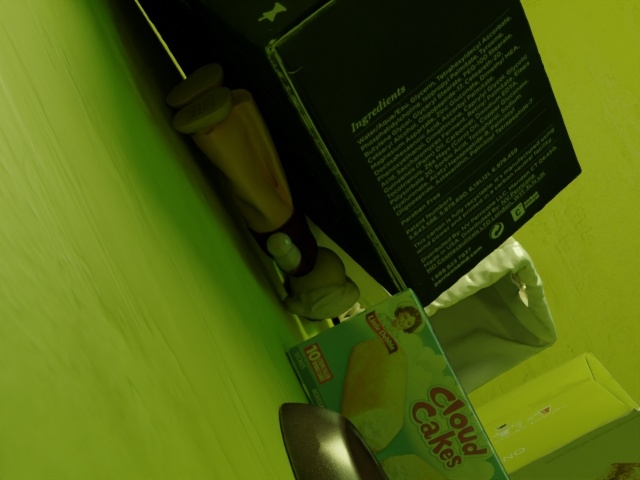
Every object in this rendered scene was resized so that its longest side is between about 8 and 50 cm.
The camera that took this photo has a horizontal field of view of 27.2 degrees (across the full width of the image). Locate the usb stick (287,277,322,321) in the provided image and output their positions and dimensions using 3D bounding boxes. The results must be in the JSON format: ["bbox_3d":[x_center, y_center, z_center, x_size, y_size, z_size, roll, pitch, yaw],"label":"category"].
[{"bbox_3d":[-0.006,0.072,1.840,0.077,0.045,0.278,62,3,3],"label":"usb stick"}]

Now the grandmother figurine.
[{"bbox_3d":[-0.054,-0.033,1.538,0.342,0.104,0.208,57,15,-33],"label":"grandmother figurine"}]

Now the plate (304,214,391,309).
[{"bbox_3d":[0.000,0.000,1.954,0.278,0.045,0.277,46,0,-40],"label":"plate"}]

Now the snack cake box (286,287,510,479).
[{"bbox_3d":[0.092,0.203,1.408,0.264,0.152,0.089,63,4,16],"label":"snack cake box"}]

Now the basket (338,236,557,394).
[{"bbox_3d":[0.190,0.090,2.277,0.266,0.331,0.328,63,2,35],"label":"basket"}]

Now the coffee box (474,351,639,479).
[{"bbox_3d":[0.325,0.398,1.813,0.334,0.338,0.338,61,4,-7],"label":"coffee box"}]

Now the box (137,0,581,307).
[{"bbox_3d":[0.012,-0.248,1.610,0.480,0.297,0.471,43,-9,43],"label":"box"}]

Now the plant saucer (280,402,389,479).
[{"bbox_3d":[0.055,0.276,1.190,0.310,0.050,0.310,61,4,-7],"label":"plant saucer"}]
